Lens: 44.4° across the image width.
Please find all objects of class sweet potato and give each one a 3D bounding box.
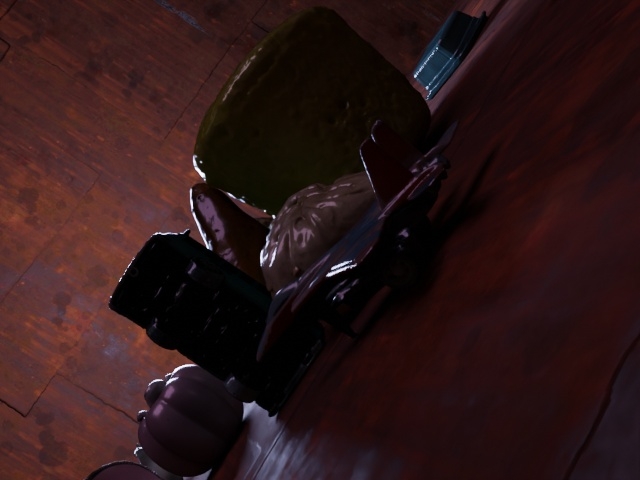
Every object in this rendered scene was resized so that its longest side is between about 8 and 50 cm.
[{"bbox_3d":[-0.114,0.030,1.232,0.112,0.359,0.112,-22,-23,-10],"label":"sweet potato"}]

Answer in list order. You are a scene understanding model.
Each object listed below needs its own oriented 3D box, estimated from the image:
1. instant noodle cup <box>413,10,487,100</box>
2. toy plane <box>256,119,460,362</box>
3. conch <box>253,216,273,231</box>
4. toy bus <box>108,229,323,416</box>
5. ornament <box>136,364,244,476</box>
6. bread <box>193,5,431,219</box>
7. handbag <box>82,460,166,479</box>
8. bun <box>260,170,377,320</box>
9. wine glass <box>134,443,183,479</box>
[{"bbox_3d":[0.266,-0.400,1.661,0.157,0.070,0.179,-61,6,-31],"label":"instant noodle cup"},{"bbox_3d":[0.031,0.026,0.770,0.326,0.104,0.223,-59,1,30],"label":"toy plane"},{"bbox_3d":[-0.098,0.044,1.824,0.159,0.291,0.210,18,115,55],"label":"conch"},{"bbox_3d":[-0.130,0.100,1.032,0.128,0.256,0.147,-56,1,6],"label":"toy bus"},{"bbox_3d":[-0.217,0.286,1.272,0.177,0.177,0.177,-56,4,5],"label":"ornament"},{"bbox_3d":[-0.005,-0.169,1.249,0.348,0.308,0.348,-51,-6,-8],"label":"bread"},{"bbox_3d":[-0.353,0.480,1.310,0.116,0.179,0.205,-64,-7,34],"label":"handbag"},{"bbox_3d":[0.012,-0.004,0.973,0.229,0.145,0.229,-58,0,0],"label":"bun"},{"bbox_3d":[-0.269,0.386,1.560,0.183,0.122,0.122,-51,4,7],"label":"wine glass"}]
